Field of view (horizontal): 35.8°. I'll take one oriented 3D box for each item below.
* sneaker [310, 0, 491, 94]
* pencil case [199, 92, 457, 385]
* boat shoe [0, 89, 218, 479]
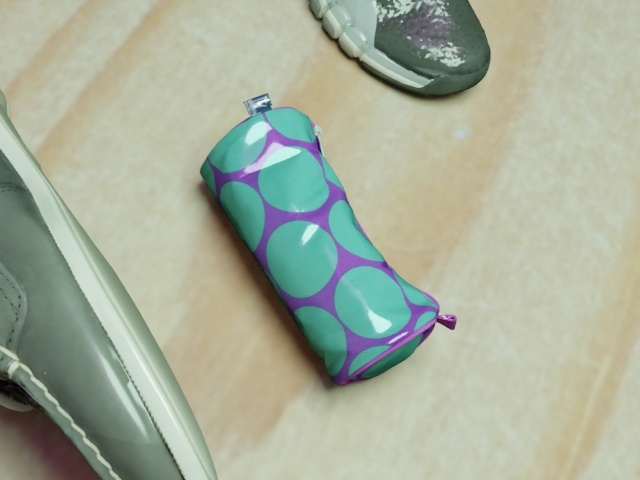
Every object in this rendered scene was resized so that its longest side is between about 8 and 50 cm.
[{"bbox_3d":[0.030,-0.200,0.592,0.086,0.132,0.228,-33,74,-27],"label":"sneaker"},{"bbox_3d":[0.000,0.000,0.516,0.070,0.064,0.151,-30,73,-9],"label":"pencil case"},{"bbox_3d":[-0.161,0.001,0.459,0.095,0.112,0.335,-32,68,-9],"label":"boat shoe"}]
